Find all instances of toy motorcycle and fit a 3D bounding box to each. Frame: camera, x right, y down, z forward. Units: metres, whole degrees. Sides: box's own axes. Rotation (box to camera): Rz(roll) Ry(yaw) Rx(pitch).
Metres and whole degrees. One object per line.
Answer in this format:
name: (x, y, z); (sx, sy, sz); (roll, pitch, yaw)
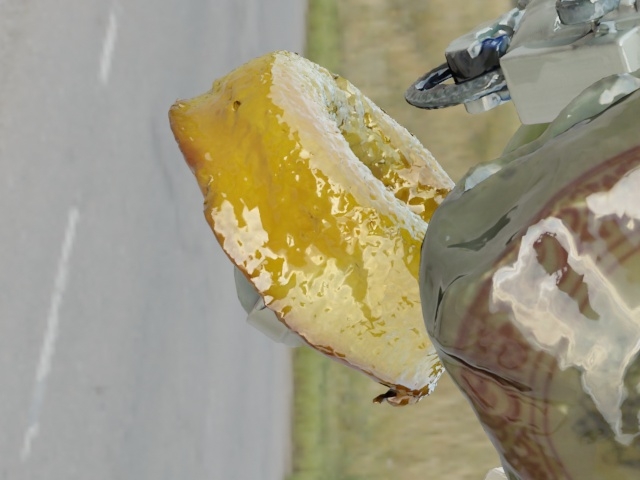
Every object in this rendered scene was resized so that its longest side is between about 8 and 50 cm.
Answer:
toy motorcycle: (0.146, -0.093, 0.574); (0.150, 0.221, 0.102); (-34, 111, -35)

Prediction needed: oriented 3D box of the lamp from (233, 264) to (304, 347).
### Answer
lamp: (-0.002, -0.002, 1.143); (0.179, 0.108, 0.246); (-50, 173, -6)

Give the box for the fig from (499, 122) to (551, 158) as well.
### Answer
fig: (0.249, -0.028, 0.796); (0.233, 0.314, 0.233); (47, -18, 20)

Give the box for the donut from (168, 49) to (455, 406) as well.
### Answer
donut: (0.010, -0.012, 0.891); (0.253, 0.118, 0.253); (39, 21, -18)

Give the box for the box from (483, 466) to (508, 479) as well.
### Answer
box: (0.175, 0.299, 1.187); (0.221, 0.091, 0.274); (-67, 156, 1)

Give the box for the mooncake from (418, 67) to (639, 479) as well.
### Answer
mooncake: (0.098, 0.023, 0.352); (0.125, 0.130, 0.073); (59, 5, -22)
